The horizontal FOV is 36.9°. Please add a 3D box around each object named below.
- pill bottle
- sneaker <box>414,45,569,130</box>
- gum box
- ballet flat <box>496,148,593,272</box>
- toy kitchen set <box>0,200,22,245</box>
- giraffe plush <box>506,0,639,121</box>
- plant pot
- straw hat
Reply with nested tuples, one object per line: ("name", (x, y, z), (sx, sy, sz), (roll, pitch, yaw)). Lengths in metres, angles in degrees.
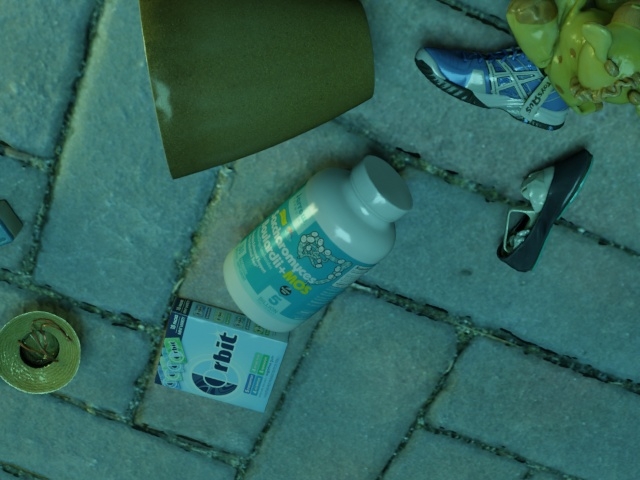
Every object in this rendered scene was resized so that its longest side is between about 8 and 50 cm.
("pill bottle", (0.000, 0.000, 1.299), (0.146, 0.146, 0.264), (39, 119, -18))
("sneaker", (0.217, -0.207, 1.181), (0.211, 0.080, 0.081), (14, 119, -15))
("gum box", (-0.156, 0.181, 1.503), (0.184, 0.041, 0.157), (15, 125, -4))
("ballet flat", (0.291, -0.042, 1.283), (0.074, 0.074, 0.203), (17, 126, -5))
("toy kitchen set", (-0.545, -0.038, 1.326), (0.122, 0.166, 0.207), (-18, 120, 18))
("giraffe plush", (0.312, -0.216, 1.062), (0.181, 0.170, 0.210), (15, 102, -18))
("plant pot", (-0.070, -0.207, 1.138), (0.254, 0.237, 0.237), (-8, 124, -4))
("straw hat", (-0.441, 0.165, 1.516), (0.144, 0.061, 0.144), (-2, 111, -5))
